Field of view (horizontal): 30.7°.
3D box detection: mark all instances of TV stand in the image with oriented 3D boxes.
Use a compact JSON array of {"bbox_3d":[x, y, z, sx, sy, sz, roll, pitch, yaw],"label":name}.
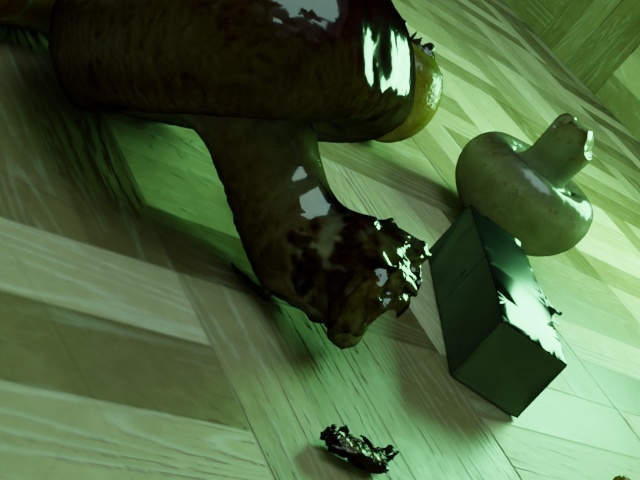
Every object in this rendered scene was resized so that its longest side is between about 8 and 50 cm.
[{"bbox_3d":[0.180,0.065,1.232,0.088,0.082,0.269,33,20,-16],"label":"TV stand"}]

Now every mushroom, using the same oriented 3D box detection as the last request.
[{"bbox_3d":[0.292,-0.084,1.569,0.204,0.204,0.204,35,21,-15],"label":"mushroom"},{"bbox_3d":[-0.059,-0.112,1.028,0.334,0.356,0.331,3,21,18],"label":"mushroom"}]

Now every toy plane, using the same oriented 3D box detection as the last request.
[{"bbox_3d":[0.265,0.071,1.437,0.079,0.031,0.083,22,27,-41],"label":"toy plane"}]

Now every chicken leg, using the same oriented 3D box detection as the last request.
[{"bbox_3d":[0.033,0.158,0.863,0.083,0.021,0.036,25,16,-37],"label":"chicken leg"}]

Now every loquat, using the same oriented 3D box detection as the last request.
[{"bbox_3d":[0.088,-0.205,1.540,0.163,0.163,0.137,39,-11,-4],"label":"loquat"}]

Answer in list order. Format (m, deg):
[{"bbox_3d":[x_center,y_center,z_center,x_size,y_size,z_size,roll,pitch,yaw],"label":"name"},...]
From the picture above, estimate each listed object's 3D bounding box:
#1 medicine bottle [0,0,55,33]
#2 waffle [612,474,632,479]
[{"bbox_3d":[-0.260,-0.239,1.062,0.096,0.096,0.192,47,22,18],"label":"medicine bottle"},{"bbox_3d":[0.329,0.330,0.972,0.260,0.069,0.293,26,27,-29],"label":"waffle"}]
